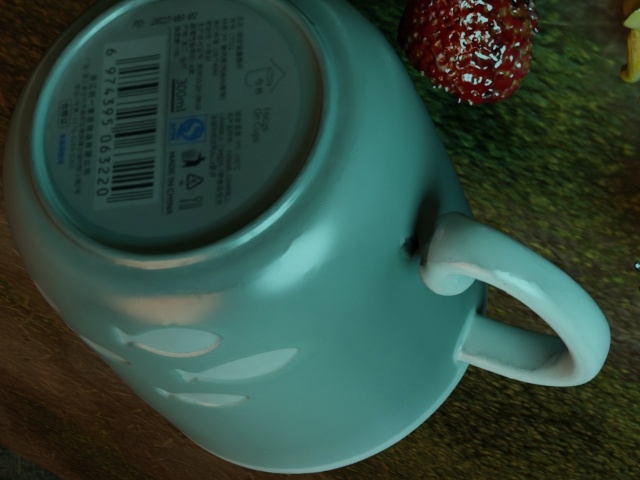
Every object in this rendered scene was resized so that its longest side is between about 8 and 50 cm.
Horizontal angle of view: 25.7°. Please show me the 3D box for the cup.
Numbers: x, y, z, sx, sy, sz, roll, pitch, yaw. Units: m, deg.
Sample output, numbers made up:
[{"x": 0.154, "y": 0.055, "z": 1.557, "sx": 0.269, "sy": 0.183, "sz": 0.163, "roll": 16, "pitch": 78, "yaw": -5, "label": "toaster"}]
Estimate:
[{"x": 0.000, "y": 0.000, "z": 0.851, "sx": 0.356, "sy": 0.259, "sz": 0.274, "roll": 18, "pitch": 163, "yaw": 24, "label": "cup"}]

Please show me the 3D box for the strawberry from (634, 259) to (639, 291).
[{"x": 0.357, "y": 0.067, "z": 0.833, "sx": 0.280, "sy": 0.150, "sz": 0.253, "roll": 41, "pitch": 173, "yaw": -33, "label": "strawberry"}]

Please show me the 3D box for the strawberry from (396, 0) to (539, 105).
[{"x": 0.082, "y": -0.126, "z": 0.793, "sx": 0.083, "sy": 0.083, "sz": 0.096, "roll": 13, "pitch": 148, "yaw": 28, "label": "strawberry"}]

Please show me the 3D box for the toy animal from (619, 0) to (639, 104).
[{"x": 0.190, "y": -0.106, "z": 0.752, "sx": 0.081, "sy": 0.060, "sz": 0.083, "roll": 60, "pitch": 171, "yaw": 27, "label": "toy animal"}]
